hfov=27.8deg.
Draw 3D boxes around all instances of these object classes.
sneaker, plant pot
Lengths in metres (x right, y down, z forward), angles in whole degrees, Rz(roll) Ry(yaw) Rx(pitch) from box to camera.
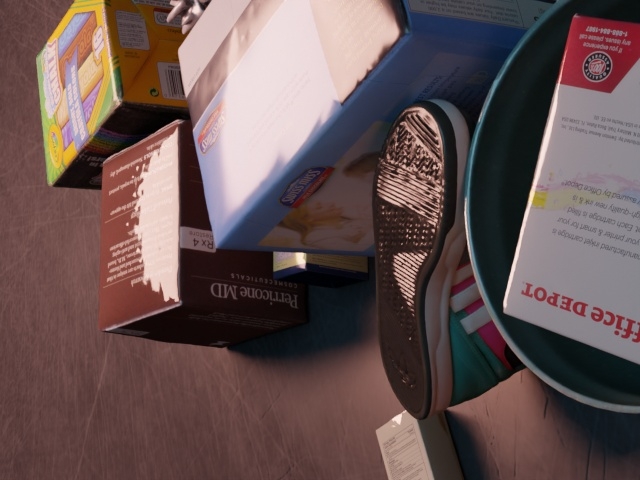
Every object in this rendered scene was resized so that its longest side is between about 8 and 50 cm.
[{"bbox_3d":[0.147,0.004,1.056,0.124,0.178,0.295,48,148,45],"label":"sneaker"},{"bbox_3d":[0.272,-0.027,0.887,0.293,0.196,0.293,-9,77,49],"label":"plant pot"}]

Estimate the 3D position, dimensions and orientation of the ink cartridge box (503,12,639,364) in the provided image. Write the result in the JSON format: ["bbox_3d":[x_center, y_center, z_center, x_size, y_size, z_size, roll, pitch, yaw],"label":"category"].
[{"bbox_3d":[0.204,-0.022,0.715,0.128,0.127,0.176,22,102,48],"label":"ink cartridge box"}]

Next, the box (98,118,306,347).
[{"bbox_3d":[-0.130,-0.001,1.419,0.167,0.169,0.203,-20,66,47],"label":"box"}]

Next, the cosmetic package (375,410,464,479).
[{"bbox_3d":[0.096,0.215,1.183,0.060,0.041,0.115,-40,52,40],"label":"cosmetic package"}]

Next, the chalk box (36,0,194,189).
[{"bbox_3d":[-0.221,-0.168,1.522,0.289,0.180,0.179,-34,59,52],"label":"chalk box"}]

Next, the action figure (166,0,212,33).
[{"bbox_3d":[-0.039,-0.272,1.272,0.185,0.285,0.099,-14,88,49],"label":"action figure"}]

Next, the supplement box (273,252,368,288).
[{"bbox_3d":[0.000,0.000,1.322,0.056,0.083,0.083,-16,70,49],"label":"supplement box"}]

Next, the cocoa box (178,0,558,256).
[{"bbox_3d":[0.056,-0.159,1.133,0.347,0.232,0.227,-45,51,49],"label":"cocoa box"}]
